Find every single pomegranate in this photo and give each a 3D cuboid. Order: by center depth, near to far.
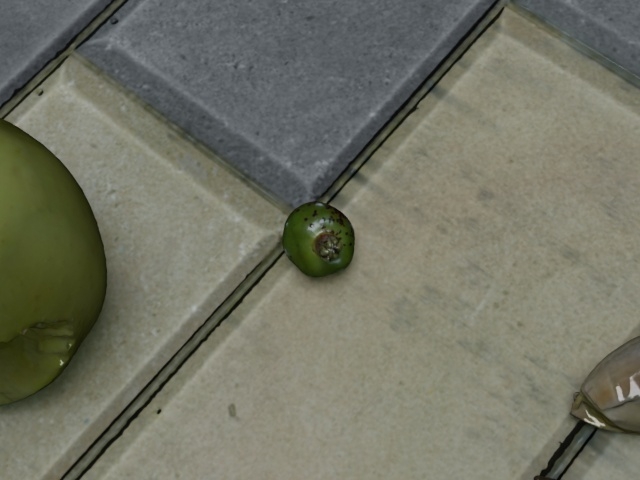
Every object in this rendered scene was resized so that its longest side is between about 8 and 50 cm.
[{"bbox_3d":[-0.001,-0.004,1.090,0.073,0.084,0.073,1,72,-4],"label":"pomegranate"}]

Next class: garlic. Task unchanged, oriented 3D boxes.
[{"bbox_3d":[0.322,0.123,1.011,0.195,0.087,0.102,8,78,5],"label":"garlic"}]

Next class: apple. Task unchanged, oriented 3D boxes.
[{"bbox_3d":[-0.323,0.018,1.009,0.279,0.279,0.279,-2,65,3],"label":"apple"}]

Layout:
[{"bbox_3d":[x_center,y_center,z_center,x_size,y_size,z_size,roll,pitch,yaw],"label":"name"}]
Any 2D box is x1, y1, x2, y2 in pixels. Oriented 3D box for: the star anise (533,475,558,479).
[{"bbox_3d":[0.194,0.248,0.923,0.234,0.177,0.073,33,39,15],"label":"star anise"}]
